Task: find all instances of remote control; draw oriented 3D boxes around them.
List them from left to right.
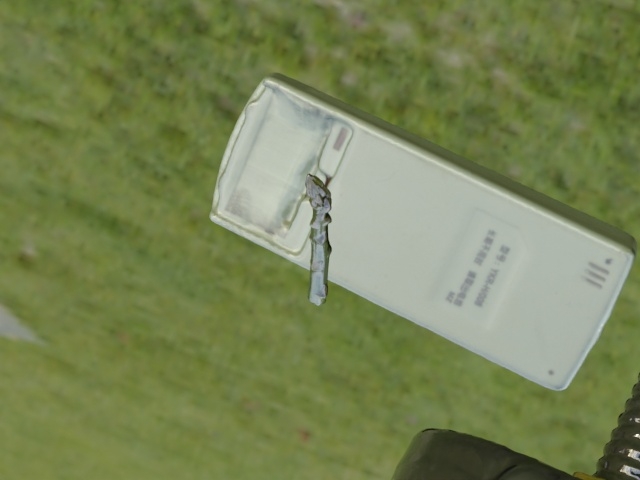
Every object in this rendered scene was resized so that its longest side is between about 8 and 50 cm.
[{"bbox_3d":[0.065,-0.008,1.157,0.285,0.123,0.038,25,-157,7],"label":"remote control"}]

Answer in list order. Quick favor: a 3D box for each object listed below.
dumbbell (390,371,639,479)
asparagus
[{"bbox_3d":[0.056,0.169,0.551,0.143,0.325,0.143,27,168,6],"label":"dumbbell"},{"bbox_3d":[0.000,0.000,0.924,0.016,0.016,0.163,36,161,13],"label":"asparagus"}]
